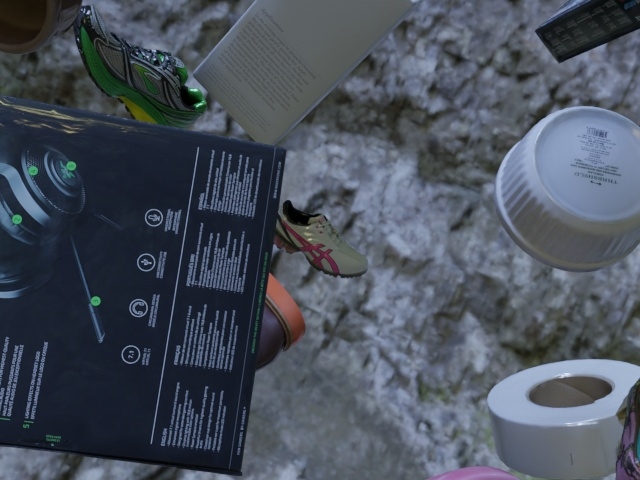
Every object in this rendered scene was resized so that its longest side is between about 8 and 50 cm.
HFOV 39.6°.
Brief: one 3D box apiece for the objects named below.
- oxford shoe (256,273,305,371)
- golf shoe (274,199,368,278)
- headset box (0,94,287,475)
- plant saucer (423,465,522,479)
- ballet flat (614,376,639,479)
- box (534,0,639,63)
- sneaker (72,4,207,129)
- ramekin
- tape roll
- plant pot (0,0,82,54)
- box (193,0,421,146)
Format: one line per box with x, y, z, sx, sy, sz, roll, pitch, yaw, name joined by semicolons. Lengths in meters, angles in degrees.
-0.141;0.029;0.941;0.098;0.271;0.097;-38;-17;-36;oxford shoe
0.000;0.000;1.511;0.067;0.186;0.086;-51;-16;-51;golf shoe
-0.188;0.035;0.675;0.131;0.283;0.246;146;132;-74;headset box
0.143;0.426;1.107;0.332;0.084;0.332;-12;-68;-32;plant saucer
0.434;0.254;1.204;0.079;0.077;0.221;-48;3;43;ballet flat
0.336;-0.272;0.899;0.175;0.051;0.220;-42;7;-9;box
-0.349;-0.338;1.721;0.146;0.134;0.343;-30;-39;12;sneaker
0.335;-0.073;1.136;0.109;0.207;0.207;99;-164;-66;ramekin
0.433;0.299;1.520;0.286;0.286;0.100;-43;-57;-71;tape roll
-0.357;-0.400;1.119;0.229;0.263;0.263;-48;-19;-40;plant pot
0.004;-0.329;1.334;0.345;0.168;0.215;-39;8;36;box
